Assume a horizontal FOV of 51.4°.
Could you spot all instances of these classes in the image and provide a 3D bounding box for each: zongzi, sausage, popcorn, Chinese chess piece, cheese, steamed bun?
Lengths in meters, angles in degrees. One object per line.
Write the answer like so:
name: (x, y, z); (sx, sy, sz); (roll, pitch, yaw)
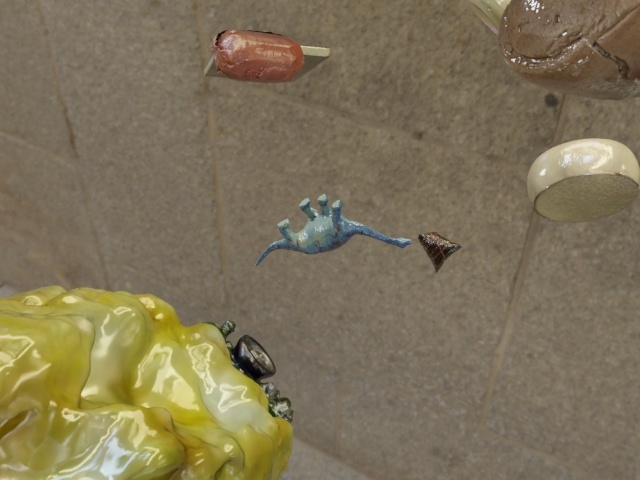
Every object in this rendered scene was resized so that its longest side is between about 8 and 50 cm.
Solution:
zongzi: (0.234, 0.026, 1.337); (0.083, 0.067, 0.074); (30, 105, 26)
sausage: (-0.089, -0.258, 0.936); (0.076, 0.141, 0.076); (11, 104, 52)
popcorn: (-0.206, 0.196, 0.526); (0.292, 0.294, 0.334); (-41, 114, 16)
Chinese chess piece: (0.300, -0.067, 0.762); (0.122, 0.051, 0.122); (1, 153, 0)
cheese: (0.406, -0.473, 1.437); (0.064, 0.137, 0.227); (-43, 78, 15)
steamed bun: (0.431, -0.305, 0.979); (0.301, 0.251, 0.199); (-25, 78, 64)

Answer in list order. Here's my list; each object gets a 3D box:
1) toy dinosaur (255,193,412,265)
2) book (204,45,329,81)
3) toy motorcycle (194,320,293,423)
toy dinosaur: (0.001, -0.024, 1.276); (0.328, 0.076, 0.144); (-9, 128, 17)
book: (-0.124, -0.376, 1.414); (0.310, 0.216, 0.021); (-166, 76, -74)
toy motorcycle: (-0.146, 0.189, 0.858); (0.127, 0.275, 0.205); (-47, 66, 14)
